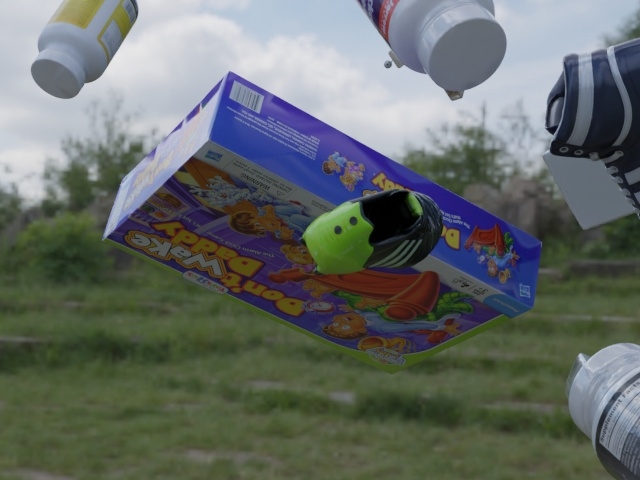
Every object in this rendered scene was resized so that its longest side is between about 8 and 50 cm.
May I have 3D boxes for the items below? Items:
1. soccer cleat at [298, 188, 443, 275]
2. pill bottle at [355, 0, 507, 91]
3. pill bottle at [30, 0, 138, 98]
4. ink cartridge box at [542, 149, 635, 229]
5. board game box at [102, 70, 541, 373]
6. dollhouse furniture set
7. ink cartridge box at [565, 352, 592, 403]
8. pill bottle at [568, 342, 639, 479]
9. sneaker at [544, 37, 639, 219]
[{"bbox_3d":[0.057,-0.012,0.899,0.072,0.060,0.179,-33,-10,33],"label":"soccer cleat"},{"bbox_3d":[0.103,-0.229,1.158,0.108,0.108,0.193,5,36,-29],"label":"pill bottle"},{"bbox_3d":[-0.338,-0.289,1.698,0.103,0.184,0.103,14,-38,11],"label":"pill bottle"},{"bbox_3d":[0.621,-0.196,2.074,0.385,0.160,0.279,-32,4,-36],"label":"ink cartridge box"},{"bbox_3d":[0.000,0.000,1.139,0.347,0.078,0.233,26,-33,-21],"label":"board game box"},{"bbox_3d":[0.143,-0.222,1.561,0.081,0.114,0.091,-39,13,-19],"label":"dollhouse furniture set"},{"bbox_3d":[0.628,0.318,2.102,0.385,0.091,0.308,20,3,9],"label":"ink cartridge box"},{"bbox_3d":[0.417,0.236,1.382,0.162,0.162,0.278,4,19,-23],"label":"pill bottle"},{"bbox_3d":[0.304,-0.073,1.169,0.153,0.282,0.099,-7,35,12],"label":"sneaker"}]
